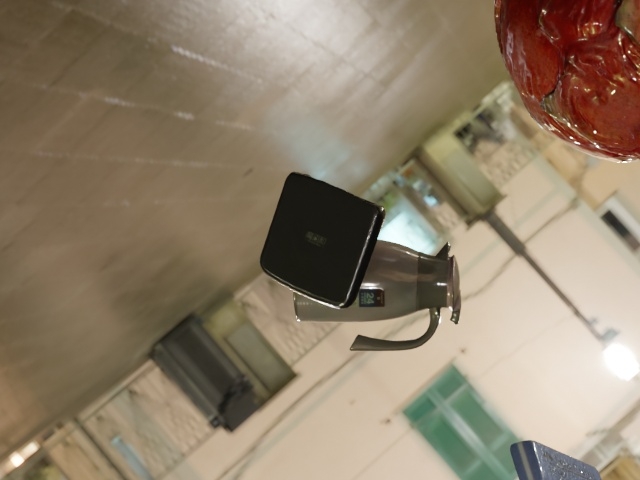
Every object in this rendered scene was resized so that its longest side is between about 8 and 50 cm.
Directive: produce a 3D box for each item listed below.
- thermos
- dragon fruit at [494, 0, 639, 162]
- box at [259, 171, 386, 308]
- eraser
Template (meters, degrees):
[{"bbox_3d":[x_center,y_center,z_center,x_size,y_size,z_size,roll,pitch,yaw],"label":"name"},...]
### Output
[{"bbox_3d":[0.070,0.063,1.286,0.193,0.137,0.105,2,-177,6],"label":"thermos"},{"bbox_3d":[0.310,-0.215,1.061,0.277,0.277,0.342,-40,-148,-12],"label":"dragon fruit"},{"bbox_3d":[0.000,0.000,1.177,0.027,0.126,0.125,2,110,-61],"label":"box"},{"bbox_3d":[0.416,0.409,1.887,0.225,0.082,0.036,28,127,-36],"label":"eraser"}]
